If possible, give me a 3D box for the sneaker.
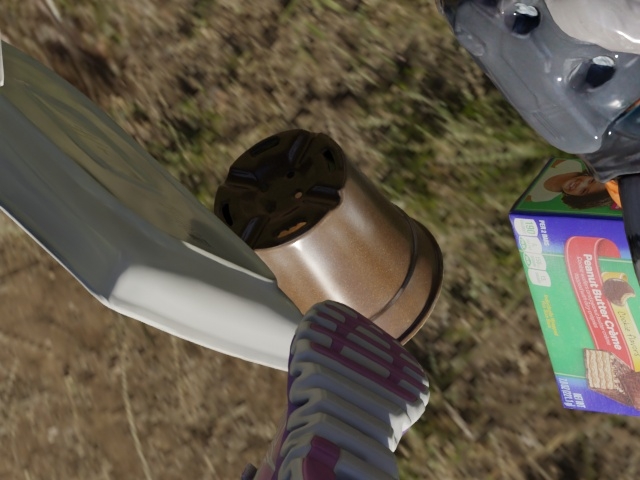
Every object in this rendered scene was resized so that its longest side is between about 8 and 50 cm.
[{"bbox_3d":[-0.001,0.129,1.154,0.095,0.236,0.104,31,120,-12],"label":"sneaker"}]

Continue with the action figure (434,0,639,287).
[{"bbox_3d":[0.169,-0.077,0.886,0.178,0.341,0.330,-43,101,-17],"label":"action figure"}]

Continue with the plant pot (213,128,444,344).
[{"bbox_3d":[0.000,0.000,1.670,0.167,0.167,0.165,-39,137,-2],"label":"plant pot"}]

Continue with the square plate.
[{"bbox_3d":[-0.164,-0.050,1.292,0.049,0.344,0.347,-51,157,5],"label":"square plate"}]

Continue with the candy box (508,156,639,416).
[{"bbox_3d":[0.382,0.057,1.982,0.122,0.317,0.268,-52,134,-42],"label":"candy box"}]

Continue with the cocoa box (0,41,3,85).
[{"bbox_3d":[-0.263,-0.132,0.626,0.228,0.347,0.231,-7,92,-23],"label":"cocoa box"}]
